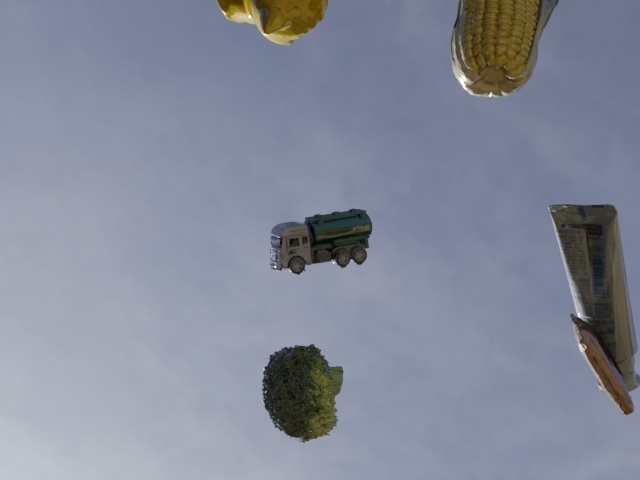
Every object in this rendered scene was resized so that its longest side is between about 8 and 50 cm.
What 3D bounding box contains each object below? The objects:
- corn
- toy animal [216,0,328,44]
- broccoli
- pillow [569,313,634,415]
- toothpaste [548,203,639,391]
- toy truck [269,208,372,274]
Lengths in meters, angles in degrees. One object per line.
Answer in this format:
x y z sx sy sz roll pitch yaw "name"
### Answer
0.264 -0.343 1.317 0.122 0.305 0.123 32 -32 -27 "corn"
-0.084 -0.398 1.425 0.156 0.230 0.156 -18 -57 -31 "toy animal"
-0.038 0.315 1.921 0.176 0.198 0.226 16 -75 -45 "broccoli"
0.386 0.166 1.253 0.034 0.211 0.135 -30 -96 13 "pillow"
0.419 0.083 1.356 0.114 0.073 0.299 4 -64 52 "toothpaste"
0.000 0.000 0.724 0.083 0.039 0.044 -9 -79 -22 "toy truck"
